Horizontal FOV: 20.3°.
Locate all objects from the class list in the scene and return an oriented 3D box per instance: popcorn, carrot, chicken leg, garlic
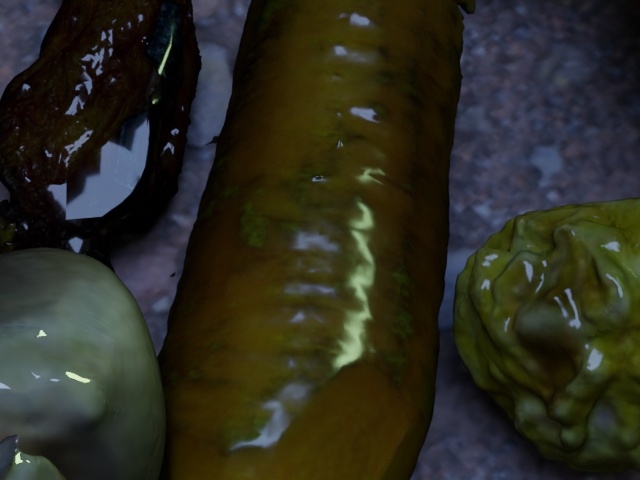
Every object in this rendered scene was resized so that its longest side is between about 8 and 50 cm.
[{"bbox_3d":[0.112,0.037,0.711,0.121,0.116,0.106,8,79,5],"label":"popcorn"},{"bbox_3d":[0.000,0.000,0.735,0.114,0.114,0.301,9,60,5],"label":"carrot"},{"bbox_3d":[-0.110,-0.094,0.823,0.106,0.051,0.253,-10,58,0],"label":"chicken leg"},{"bbox_3d":[-0.171,0.102,0.615,0.325,0.132,0.279,-12,26,32],"label":"garlic"}]
